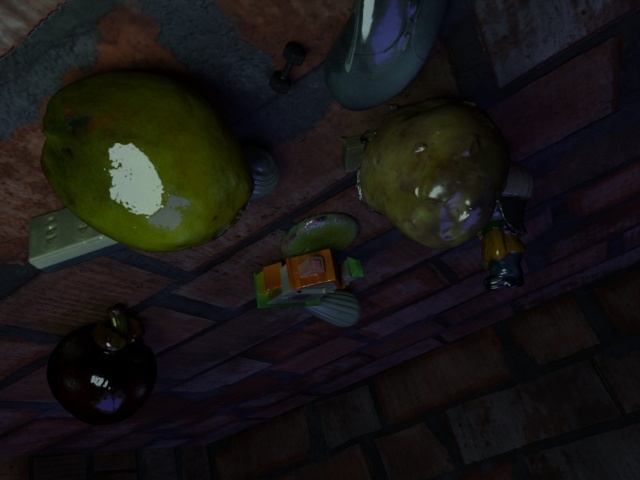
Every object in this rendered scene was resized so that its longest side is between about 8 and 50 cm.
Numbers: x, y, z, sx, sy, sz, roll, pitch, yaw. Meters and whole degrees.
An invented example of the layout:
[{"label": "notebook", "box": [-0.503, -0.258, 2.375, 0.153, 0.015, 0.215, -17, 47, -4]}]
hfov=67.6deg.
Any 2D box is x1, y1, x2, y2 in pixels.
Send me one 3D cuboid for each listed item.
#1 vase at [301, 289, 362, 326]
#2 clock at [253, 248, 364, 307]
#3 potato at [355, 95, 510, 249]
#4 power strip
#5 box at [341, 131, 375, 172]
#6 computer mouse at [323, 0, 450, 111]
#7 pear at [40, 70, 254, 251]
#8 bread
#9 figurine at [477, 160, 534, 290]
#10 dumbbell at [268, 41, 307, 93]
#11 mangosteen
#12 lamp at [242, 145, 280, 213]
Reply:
[{"label": "vase", "box": [0.029, 0.219, 1.631, 0.248, 0.128, 0.128, 22, 133, -39]}, {"label": "clock", "box": [-0.032, 0.102, 1.350, 0.220, 0.106, 0.255, 3, 156, -35]}, {"label": "potato", "box": [0.237, -0.132, 0.874, 0.301, 0.288, 0.237, -7, -171, -10]}, {"label": "power strip", "box": [-0.436, -0.027, 0.936, 0.257, 0.105, 0.070, -18, 152, -3]}, {"label": "box", "box": [0.087, -0.191, 1.028, 0.079, 0.035, 0.083, -13, 150, -10]}, {"label": "computer mouse", "box": [0.118, -0.338, 0.740, 0.167, 0.090, 0.379, -8, 148, -20]}, {"label": "pear", "box": [-0.258, -0.116, 0.745, 0.321, 0.269, 0.269, 20, 137, -23]}, {"label": "bread", "box": [0.000, 0.000, 1.314, 0.228, 0.033, 0.228, -14, 153, -7]}, {"label": "figurine", "box": [0.456, -0.051, 1.192, 0.204, 0.332, 0.185, -25, 168, 23]}, {"label": "dumbbell", "box": [-0.054, -0.282, 0.784, 0.036, 0.040, 0.083, 27, 136, -12]}, {"label": "mangosteen", "box": [-0.594, 0.354, 1.340, 0.293, 0.297, 0.297, -51, 161, -23]}, {"label": "lamp", "box": [-0.154, -0.113, 0.968, 0.106, 0.106, 0.193, 1, 155, -32]}]
